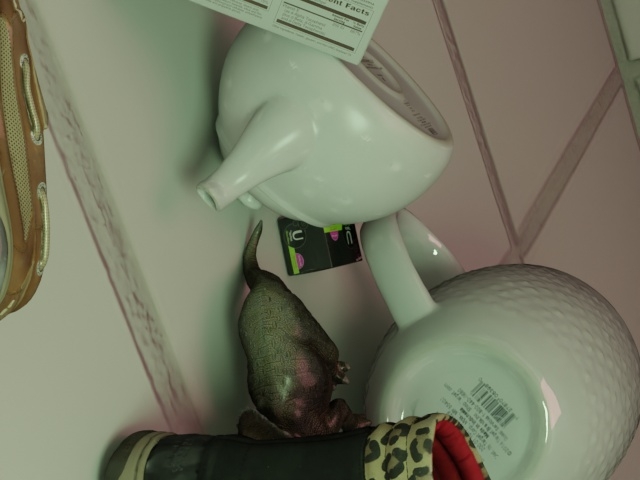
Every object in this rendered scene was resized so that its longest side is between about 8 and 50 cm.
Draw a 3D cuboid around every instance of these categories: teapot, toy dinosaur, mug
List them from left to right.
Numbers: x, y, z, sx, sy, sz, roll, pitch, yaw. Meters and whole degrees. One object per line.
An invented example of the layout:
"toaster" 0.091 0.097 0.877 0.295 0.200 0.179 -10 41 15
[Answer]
"toy dinosaur" -0.027 0.116 1.336 0.160 0.121 0.313 54 36 -65
"teapot" -0.009 -0.102 1.411 0.256 0.187 0.252 31 22 -37
"mug" 0.158 0.126 1.529 0.374 0.276 0.328 59 16 8

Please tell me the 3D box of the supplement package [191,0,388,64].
"supplement package" -0.047 -0.310 1.289 0.145 0.262 0.204 117 -9 -45

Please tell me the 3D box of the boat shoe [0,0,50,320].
"boat shoe" -0.247 -0.098 0.990 0.116 0.123 0.324 12 75 -71

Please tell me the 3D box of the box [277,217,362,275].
"box" 0.000 0.000 1.523 0.083 0.052 0.062 -11 88 -66

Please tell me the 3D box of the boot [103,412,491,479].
"boot" 0.018 0.302 1.143 0.138 0.284 0.377 -43 116 -62
